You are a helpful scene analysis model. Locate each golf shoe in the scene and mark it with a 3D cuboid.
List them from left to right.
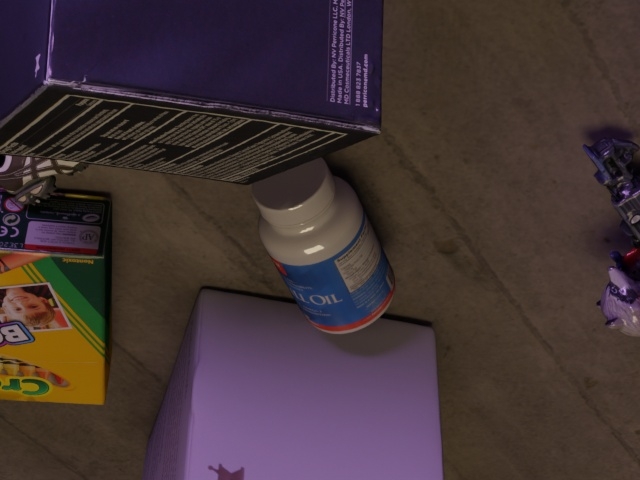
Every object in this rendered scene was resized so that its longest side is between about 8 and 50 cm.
[{"bbox_3d":[-0.302,-0.111,1.489,0.094,0.077,0.198,32,129,-31],"label":"golf shoe"}]

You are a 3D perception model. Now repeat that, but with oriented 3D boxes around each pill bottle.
[{"bbox_3d":[0.000,0.000,1.584,0.124,0.124,0.221,-13,137,14],"label":"pill bottle"}]

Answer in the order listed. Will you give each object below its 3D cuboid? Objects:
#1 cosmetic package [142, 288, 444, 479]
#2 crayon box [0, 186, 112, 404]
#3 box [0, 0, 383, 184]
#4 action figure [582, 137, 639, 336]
[{"bbox_3d":[-0.054,0.328,1.805,0.327,0.329,0.393,11,139,-11],"label":"cosmetic package"},{"bbox_3d":[-0.442,0.070,1.672,0.363,0.106,0.313,4,139,-5],"label":"crayon box"},{"bbox_3d":[-0.138,-0.171,1.218,0.294,0.182,0.296,5,171,-26],"label":"box"},{"bbox_3d":[0.448,-0.003,1.553,0.330,0.178,0.341,-37,130,22],"label":"action figure"}]
